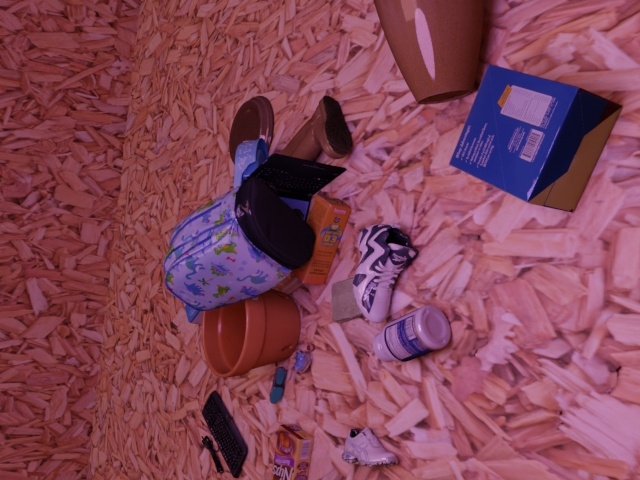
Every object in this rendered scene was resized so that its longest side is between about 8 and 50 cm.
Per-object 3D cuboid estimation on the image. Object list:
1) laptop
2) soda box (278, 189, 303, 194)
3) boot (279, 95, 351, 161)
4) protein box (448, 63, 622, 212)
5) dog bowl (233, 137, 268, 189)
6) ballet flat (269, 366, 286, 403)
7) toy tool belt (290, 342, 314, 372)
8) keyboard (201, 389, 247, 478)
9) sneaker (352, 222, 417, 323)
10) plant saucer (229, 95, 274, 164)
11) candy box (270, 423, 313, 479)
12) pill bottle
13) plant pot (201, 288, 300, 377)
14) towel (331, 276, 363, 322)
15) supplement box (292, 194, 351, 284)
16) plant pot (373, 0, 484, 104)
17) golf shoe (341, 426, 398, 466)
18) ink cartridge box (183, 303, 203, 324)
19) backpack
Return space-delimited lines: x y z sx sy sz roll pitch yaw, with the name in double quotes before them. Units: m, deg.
"laptop" -0.089 -0.103 1.634 0.264 0.234 0.137 -32 59 48
"soda box" -0.110 -0.144 1.826 0.181 0.058 0.061 44 120 49
"boot" -0.025 -0.244 1.703 0.269 0.089 0.236 -47 34 39
"protein box" 0.375 -0.184 1.071 0.201 0.135 0.200 40 117 50
"dog bowl" -0.221 -0.175 1.894 0.166 0.074 0.297 40 -129 -78
"ballet flat" -0.124 0.424 1.764 0.041 0.041 0.114 26 105 54
"toy tool belt" -0.051 0.325 1.658 0.052 0.051 0.083 37 114 51
"keyboard" -0.341 0.676 2.027 0.317 0.033 0.202 42 118 51
"sneaker" 0.154 0.066 1.375 0.153 0.094 0.235 -27 52 60
"plant saucer" -0.248 -0.369 2.084 0.277 0.041 0.278 -14 73 52
"candy box" -0.081 0.615 1.647 0.109 0.053 0.187 12 95 54
"pill bottle" 0.191 0.209 1.296 0.169 0.094 0.094 -35 56 47
"plant pot" -0.195 0.250 1.746 0.290 0.203 0.291 -16 70 53
"towel" 0.074 0.150 1.535 0.148 0.027 0.110 -24 66 51
"supplement box" 0.000 0.000 1.625 0.080 0.078 0.234 38 115 51
"plant pot" 0.241 -0.426 1.258 0.237 0.237 0.255 -7 91 54
"golf shoe" 0.111 0.478 1.389 0.176 0.069 0.086 -15 66 52
"ink cartridge box" -0.390 0.111 2.096 0.223 0.129 0.307 -51 44 26
"backpack" -0.238 0.028 1.533 0.355 0.290 0.274 -9 54 32
